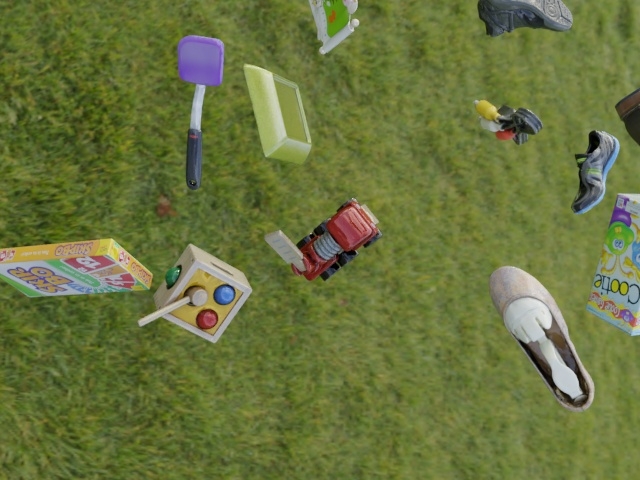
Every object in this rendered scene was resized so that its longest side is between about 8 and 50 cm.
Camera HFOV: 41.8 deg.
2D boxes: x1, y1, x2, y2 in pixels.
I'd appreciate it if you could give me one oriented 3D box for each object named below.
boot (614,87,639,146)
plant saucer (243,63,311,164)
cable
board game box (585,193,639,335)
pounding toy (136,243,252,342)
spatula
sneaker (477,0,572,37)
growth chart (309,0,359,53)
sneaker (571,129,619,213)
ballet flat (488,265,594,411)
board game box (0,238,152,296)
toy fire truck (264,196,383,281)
[{"bbox_3d":[0.541,-0.201,1.224,0.082,0.219,0.106,-8,73,-32],"label":"boot"},{"bbox_3d":[-0.075,-0.253,1.669,0.188,0.045,0.188,0,75,-69],"label":"plant saucer"},{"bbox_3d":[0.423,-0.244,1.850,0.139,0.072,0.287,49,7,-17],"label":"cable"},{"bbox_3d":[0.710,0.050,1.828,0.144,0.142,0.275,-1,111,-28],"label":"board game box"},{"bbox_3d":[-0.204,0.092,1.339,0.141,0.100,0.130,31,99,-27],"label":"pounding toy"},{"bbox_3d":[-0.225,-0.226,1.524,0.030,0.084,0.296,-73,173,-64],"label":"spatula"},{"bbox_3d":[0.472,-0.530,1.978,0.227,0.130,0.087,12,67,-12],"label":"sneaker"},{"bbox_3d":[0.012,-0.514,1.752,0.021,0.172,0.237,-8,73,-30],"label":"growth chart"},{"bbox_3d":[0.533,-0.136,1.674,0.078,0.067,0.188,28,74,-16],"label":"sneaker"},{"bbox_3d":[0.425,0.189,1.586,0.316,0.107,0.106,54,17,-3],"label":"ballet flat"},{"bbox_3d":[-0.410,0.047,1.333,0.124,0.259,0.039,54,39,-54],"label":"board game box"},{"bbox_3d":[0.000,0.000,1.957,0.158,0.217,0.246,52,23,4],"label":"toy fire truck"}]
